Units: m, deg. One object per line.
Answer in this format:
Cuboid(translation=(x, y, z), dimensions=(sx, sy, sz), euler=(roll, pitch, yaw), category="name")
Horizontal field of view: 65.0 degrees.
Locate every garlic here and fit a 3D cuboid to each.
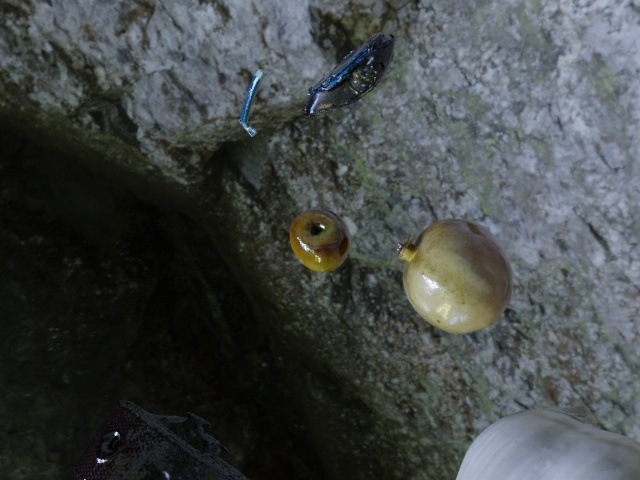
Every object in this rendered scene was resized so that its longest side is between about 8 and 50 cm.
Cuboid(translation=(0.224, 0.288, 0.384), dimensions=(0.203, 0.185, 0.281), euler=(-33, -78, -8), category="garlic")

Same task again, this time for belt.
Cuboid(translation=(-0.213, 0.338, 0.733), dimensions=(0.164, 0.289, 0.184), euler=(-57, -32, -22), category="belt")

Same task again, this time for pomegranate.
Cuboid(translation=(0.349, 0.086, 1.333), dimensions=(0.319, 0.319, 0.318), euler=(17, -114, -41), category="pomegranate")

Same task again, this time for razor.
Cuboid(translation=(-0.179, -0.358, 1.300), dimensions=(0.037, 0.191, 0.068), euler=(-27, -112, -35), category="razor")

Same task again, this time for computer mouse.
Cuboid(translation=(0.060, -0.320, 1.006), dimensions=(0.077, 0.242, 0.146), euler=(49, -148, -18), category="computer mouse")

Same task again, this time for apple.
Cuboid(translation=(-0.002, 0.005, 1.319), dimensions=(0.146, 0.163, 0.147), euler=(-60, -16, -22), category="apple")
